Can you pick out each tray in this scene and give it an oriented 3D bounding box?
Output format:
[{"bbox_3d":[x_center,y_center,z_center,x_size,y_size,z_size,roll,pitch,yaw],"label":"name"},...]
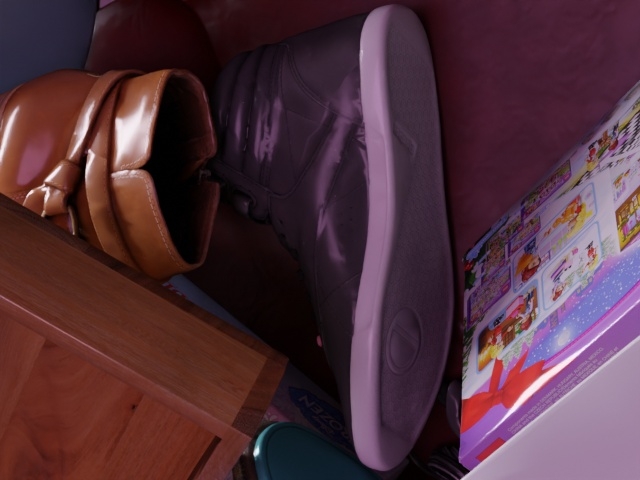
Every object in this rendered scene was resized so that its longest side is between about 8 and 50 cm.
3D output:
[{"bbox_3d":[-0.193,0.164,0.904,0.203,0.076,0.411,30,133,-2],"label":"tray"}]

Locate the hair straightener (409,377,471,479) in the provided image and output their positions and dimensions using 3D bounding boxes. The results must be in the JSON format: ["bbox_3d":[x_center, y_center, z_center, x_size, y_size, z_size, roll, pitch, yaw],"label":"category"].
[{"bbox_3d":[0.123,0.173,0.918,0.230,0.047,0.089,37,116,18],"label":"hair straightener"}]

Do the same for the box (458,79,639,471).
[{"bbox_3d":[0.188,-0.015,0.751,0.057,0.201,0.293,34,121,-15],"label":"box"}]

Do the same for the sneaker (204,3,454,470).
[{"bbox_3d":[0.000,0.000,0.920,0.147,0.104,0.295,-1,92,32],"label":"sneaker"}]

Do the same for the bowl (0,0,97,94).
[{"bbox_3d":[-0.337,-0.198,1.035,0.312,0.163,0.311,7,104,30],"label":"bowl"}]

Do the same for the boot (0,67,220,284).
[{"bbox_3d":[-0.151,0.025,0.933,0.220,0.109,0.283,-5,84,38],"label":"boot"}]

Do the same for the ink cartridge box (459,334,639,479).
[{"bbox_3d":[0.231,0.130,0.615,0.198,0.270,0.197,-44,65,24],"label":"ink cartridge box"}]

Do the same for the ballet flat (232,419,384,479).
[{"bbox_3d":[0.058,0.259,0.901,0.348,0.123,0.123,40,119,-6],"label":"ballet flat"}]

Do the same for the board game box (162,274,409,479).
[{"bbox_3d":[-0.139,0.190,1.062,0.318,0.066,0.318,37,116,18],"label":"board game box"}]
